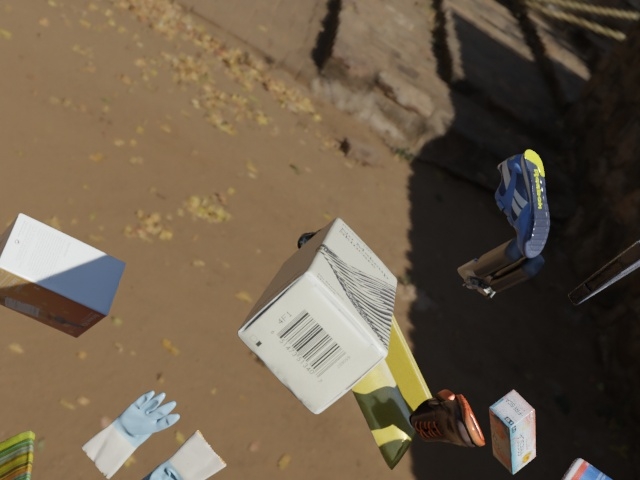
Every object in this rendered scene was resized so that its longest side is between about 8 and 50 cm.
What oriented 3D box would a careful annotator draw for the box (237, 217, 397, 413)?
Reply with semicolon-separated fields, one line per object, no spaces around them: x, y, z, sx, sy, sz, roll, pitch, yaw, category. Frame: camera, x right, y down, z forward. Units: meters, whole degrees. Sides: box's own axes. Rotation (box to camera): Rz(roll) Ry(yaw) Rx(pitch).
0.007;0.066;0.961;0.113;0.094;0.275;47;13;-5;box

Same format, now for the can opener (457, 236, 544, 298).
0.303;0.040;1.581;0.074;0.093;0.280;40;-11;1;can opener

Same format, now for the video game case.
0.484;0.006;1.350;0.196;0.274;0.026;-29;76;-13;video game case

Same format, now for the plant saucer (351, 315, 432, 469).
0.144;0.283;2.014;0.333;0.081;0.333;65;15;3;plant saucer

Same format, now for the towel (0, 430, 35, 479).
-0.327;0.302;0.905;0.021;0.102;0.237;43;26;-39;towel

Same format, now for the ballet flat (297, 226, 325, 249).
0.000;0.000;1.696;0.041;0.114;0.041;14;70;-43;ballet flat

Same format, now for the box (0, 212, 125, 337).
-0.395;0.055;1.366;0.170;0.130;0.091;28;56;-22;box

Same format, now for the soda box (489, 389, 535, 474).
0.356;0.357;1.733;0.063;0.183;0.058;-33;50;-15;soda box

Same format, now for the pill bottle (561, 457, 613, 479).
0.488;0.473;1.550;0.221;0.124;0.124;34;25;19;pill bottle

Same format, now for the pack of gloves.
-0.305;0.392;1.741;0.195;0.232;0.046;50;24;0;pack of gloves

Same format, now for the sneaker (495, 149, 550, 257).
0.270;-0.046;1.258;0.053;0.059;0.144;8;77;-48;sneaker

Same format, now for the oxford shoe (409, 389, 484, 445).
0.222;0.333;1.673;0.271;0.098;0.097;124;-58;-83;oxford shoe
